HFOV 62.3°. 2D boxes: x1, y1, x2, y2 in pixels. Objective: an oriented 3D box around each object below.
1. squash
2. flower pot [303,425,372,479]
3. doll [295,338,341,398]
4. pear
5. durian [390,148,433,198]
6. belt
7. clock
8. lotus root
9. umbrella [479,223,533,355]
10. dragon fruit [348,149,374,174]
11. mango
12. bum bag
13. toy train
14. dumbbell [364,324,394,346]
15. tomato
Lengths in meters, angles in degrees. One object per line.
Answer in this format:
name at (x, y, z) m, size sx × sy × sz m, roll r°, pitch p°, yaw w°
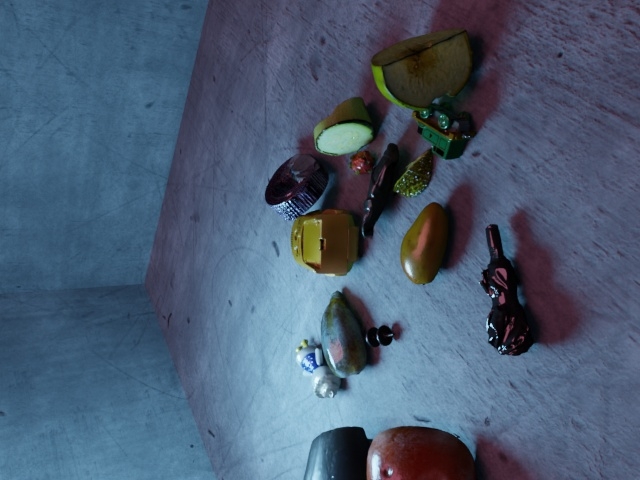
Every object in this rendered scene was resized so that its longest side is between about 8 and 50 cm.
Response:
squash at (0.070, -0.390, 1.814) m, size 0.220 × 0.220 × 0.133 m, roll -39°, pitch 64°, yaw 49°
flower pot at (0.075, 0.788, 1.777) m, size 0.379 × 0.379 × 0.251 m, roll -52°, pitch 33°, yaw 42°
doll at (-0.013, 0.505, 2.066) m, size 0.138 × 0.119 × 0.293 m, roll -60°, pitch 39°, yaw 14°
pear at (0.272, -0.486, 1.520) m, size 0.292 × 0.292 × 0.160 m, roll 24°, pitch 143°, yaw 52°
durian at (0.284, -0.191, 1.662) m, size 0.215 × 0.086 × 0.100 m, roll -51°, pitch 18°, yaw 39°
belt at (-0.095, -0.215, 2.059) m, size 0.260 × 0.122 × 0.325 m, roll -45°, pitch 28°, yaw 7°
clock at (0.000, 0.000, 1.971) m, size 0.317 × 0.200 × 0.245 m, roll 11°, pitch 98°, yaw 63°
lotus root at (0.069, 0.334, 1.913) m, size 0.158 × 0.139 × 0.323 m, roll -41°, pitch 56°, yaw 48°
umbrella at (0.471, 0.125, 1.366) m, size 0.118 × 0.118 × 0.341 m, roll -20°, pitch 72°, yaw 54°
dragon fruit at (0.140, -0.269, 1.840) m, size 0.081 × 0.086 × 0.116 m, roll 52°, pitch 156°, yaw -14°
mango at (0.309, 0.008, 1.577) m, size 0.138 × 0.113 × 0.254 m, roll 30°, pitch 113°, yaw 50°
bum bag at (0.187, -0.164, 1.740) m, size 0.142 × 0.079 × 0.327 m, roll -56°, pitch -16°, yaw -70°
toy train at (0.350, -0.319, 1.531) m, size 0.227 × 0.091 × 0.136 m, roll 45°, pitch 136°, yaw 45°
dumbbell at (0.199, 0.324, 1.785) m, size 0.147 × 0.069 × 0.070 m, roll -23°, pitch 72°, yaw 53°
tomato at (0.279, 0.693, 1.477) m, size 0.338 × 0.143 × 0.339 m, roll -1°, pitch 86°, yaw 14°
